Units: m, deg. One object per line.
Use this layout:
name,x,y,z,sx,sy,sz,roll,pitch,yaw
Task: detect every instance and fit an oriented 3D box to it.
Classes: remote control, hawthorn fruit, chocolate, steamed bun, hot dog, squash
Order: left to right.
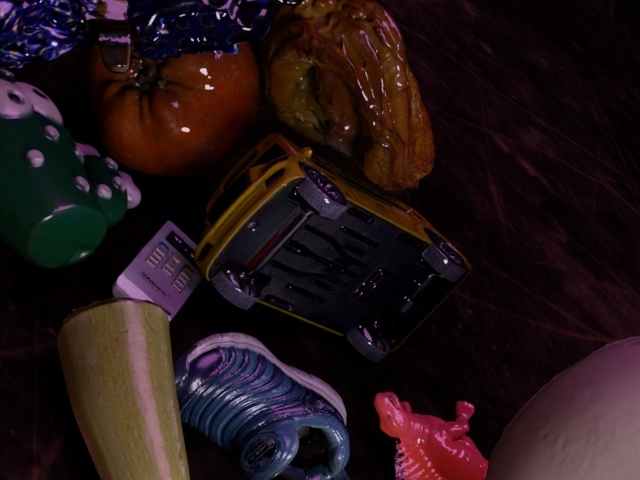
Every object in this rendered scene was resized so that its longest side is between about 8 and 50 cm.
chocolate,-0.178,-0.210,1.527,0.343,0.126,0.148,-4,54,-19
squash,-0.135,0.155,1.299,0.094,0.094,0.224,16,42,-46
remote control,-0.146,0.031,1.540,0.065,0.029,0.166,42,20,-5
hawthorn fruit,-0.143,-0.148,1.666,0.189,0.189,0.189,35,26,-20
hot dog,0.031,-0.135,1.666,0.175,0.114,0.259,29,-21,29
steamed bun,0.326,0.270,1.461,0.374,0.374,0.241,36,11,-16

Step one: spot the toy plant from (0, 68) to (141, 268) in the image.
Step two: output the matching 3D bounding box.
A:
toy plant,-0.270,-0.074,1.410,0.243,0.112,0.232,37,18,8

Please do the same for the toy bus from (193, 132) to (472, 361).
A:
toy bus,0.000,0.000,1.653,0.331,0.145,0.151,26,23,-50

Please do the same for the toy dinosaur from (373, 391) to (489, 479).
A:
toy dinosaur,0.151,0.252,1.623,0.286,0.070,0.139,41,35,-13

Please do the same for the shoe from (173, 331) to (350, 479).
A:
shoe,-0.049,0.152,1.419,0.207,0.091,0.106,30,22,-35
